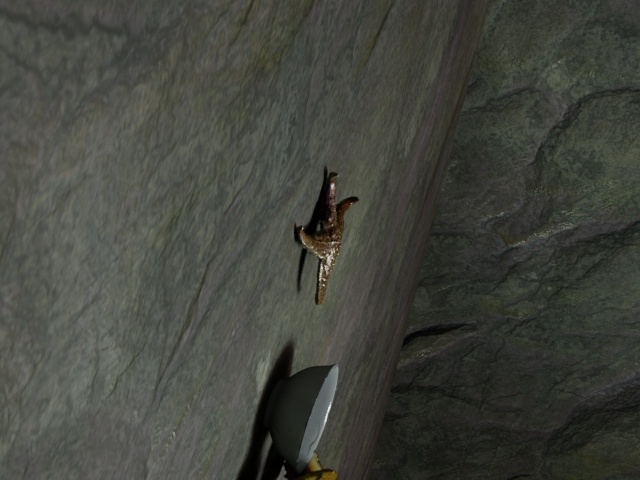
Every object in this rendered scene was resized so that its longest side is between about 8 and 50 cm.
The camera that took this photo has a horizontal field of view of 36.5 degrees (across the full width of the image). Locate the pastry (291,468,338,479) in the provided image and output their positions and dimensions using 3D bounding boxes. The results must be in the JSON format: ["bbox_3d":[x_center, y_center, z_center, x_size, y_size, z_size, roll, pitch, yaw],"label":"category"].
[{"bbox_3d":[-0.041,0.445,1.570,0.189,0.188,0.103,68,-2,-73],"label":"pastry"}]

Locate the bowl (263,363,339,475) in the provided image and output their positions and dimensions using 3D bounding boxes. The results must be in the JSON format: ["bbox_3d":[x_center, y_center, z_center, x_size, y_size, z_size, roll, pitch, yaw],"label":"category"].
[{"bbox_3d":[-0.041,0.280,1.584,0.189,0.085,0.189,17,90,-77],"label":"bowl"}]

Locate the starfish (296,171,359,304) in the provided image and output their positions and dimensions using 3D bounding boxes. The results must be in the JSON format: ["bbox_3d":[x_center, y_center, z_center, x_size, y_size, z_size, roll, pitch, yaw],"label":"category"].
[{"bbox_3d":[0.008,0.001,1.471,0.238,0.056,0.213,-20,119,-77],"label":"starfish"}]

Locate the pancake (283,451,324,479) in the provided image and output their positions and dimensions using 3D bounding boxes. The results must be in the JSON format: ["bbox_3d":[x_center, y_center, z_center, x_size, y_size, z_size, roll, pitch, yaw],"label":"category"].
[{"bbox_3d":[-0.031,0.455,1.778,0.244,0.057,0.266,159,-83,-68],"label":"pancake"}]
